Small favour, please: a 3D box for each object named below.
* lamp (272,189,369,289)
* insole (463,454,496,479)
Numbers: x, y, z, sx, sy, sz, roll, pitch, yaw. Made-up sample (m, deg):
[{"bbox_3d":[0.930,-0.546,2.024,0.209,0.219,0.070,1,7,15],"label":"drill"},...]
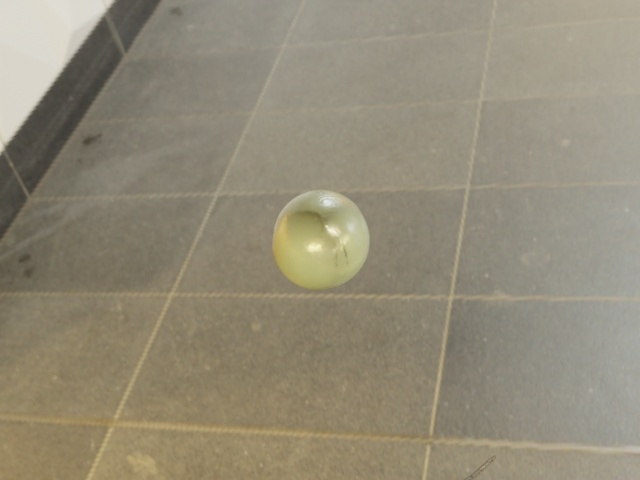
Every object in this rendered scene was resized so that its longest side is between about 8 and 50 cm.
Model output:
[{"bbox_3d":[0.000,0.000,0.957,0.105,0.105,0.105,-9,41,8],"label":"lamp"},{"bbox_3d":[0.135,0.285,0.997,0.111,0.328,0.007,-47,72,15],"label":"insole"}]
